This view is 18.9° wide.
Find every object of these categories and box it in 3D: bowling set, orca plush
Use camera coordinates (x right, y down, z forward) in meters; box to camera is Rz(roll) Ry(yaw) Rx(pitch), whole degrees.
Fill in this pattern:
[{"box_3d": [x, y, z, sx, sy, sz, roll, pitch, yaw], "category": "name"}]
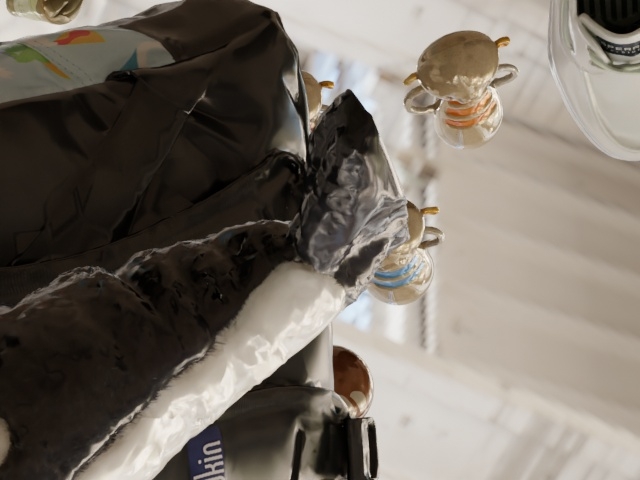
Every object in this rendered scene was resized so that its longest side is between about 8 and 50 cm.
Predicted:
[{"box_3d": [0.000, 0.000, 1.117, 0.287, 0.154, 0.199, -19, -109, 2], "category": "bowling set"}, {"box_3d": [-0.108, 0.049, 0.452, 0.102, 0.287, 0.151, 52, 177, -7], "category": "orca plush"}]

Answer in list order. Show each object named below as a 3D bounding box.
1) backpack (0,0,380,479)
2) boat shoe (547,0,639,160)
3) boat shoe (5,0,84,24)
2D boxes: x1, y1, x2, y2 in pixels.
[{"box_3d": [-0.176, 0.071, 0.744, 0.273, 0.290, 0.355, 3, -162, 32], "category": "backpack"}, {"box_3d": [0.170, -0.131, 1.121, 0.083, 0.226, 0.075, -13, -147, 8], "category": "boat shoe"}, {"box_3d": [-0.170, -0.220, 1.300, 0.048, 0.153, 0.056, 13, 173, 36], "category": "boat shoe"}]
